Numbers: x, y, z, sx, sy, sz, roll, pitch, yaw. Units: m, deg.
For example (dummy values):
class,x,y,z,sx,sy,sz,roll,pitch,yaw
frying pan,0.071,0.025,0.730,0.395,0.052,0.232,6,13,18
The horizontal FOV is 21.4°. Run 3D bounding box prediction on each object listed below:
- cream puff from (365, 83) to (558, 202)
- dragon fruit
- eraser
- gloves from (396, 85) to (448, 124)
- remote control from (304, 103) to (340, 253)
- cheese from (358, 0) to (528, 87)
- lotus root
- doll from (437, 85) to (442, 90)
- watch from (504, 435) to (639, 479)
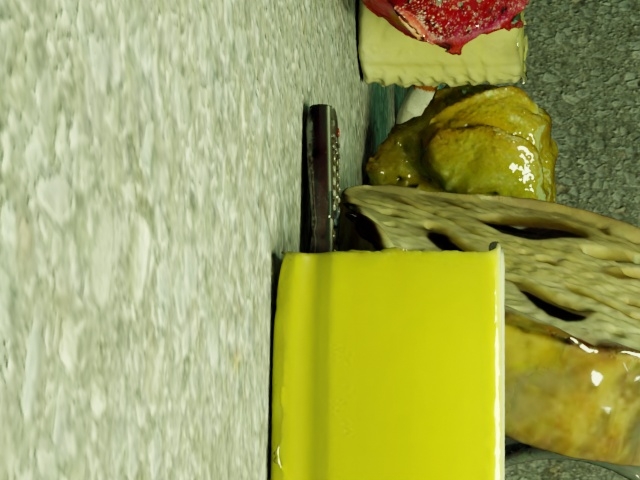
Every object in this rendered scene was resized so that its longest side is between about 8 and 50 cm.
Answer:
class,x,y,z,sx,sy,sz,roll,pitch,yaw
cream puff,0.146,-0.048,1.764,0.244,0.196,0.244,3,90,-84
dragon fruit,0.097,-0.283,1.544,0.261,0.163,0.189,56,12,-46
eraser,0.047,0.113,1.150,0.069,0.158,0.226,57,33,-80
gloves,0.156,-0.123,2.131,0.131,0.140,0.218,-117,-172,-63
remote control,0.000,0.000,1.303,0.059,0.028,0.212,47,43,-74
cheese,0.122,-0.213,1.696,0.094,0.167,0.123,-78,165,-50
lotus root,0.173,0.050,1.366,0.390,0.375,0.111,-16,129,-58
doll,0.198,-0.095,2.408,0.341,0.099,0.346,34,45,-79
watch,0.165,0.237,1.412,0.314,0.327,0.335,-65,153,-73
